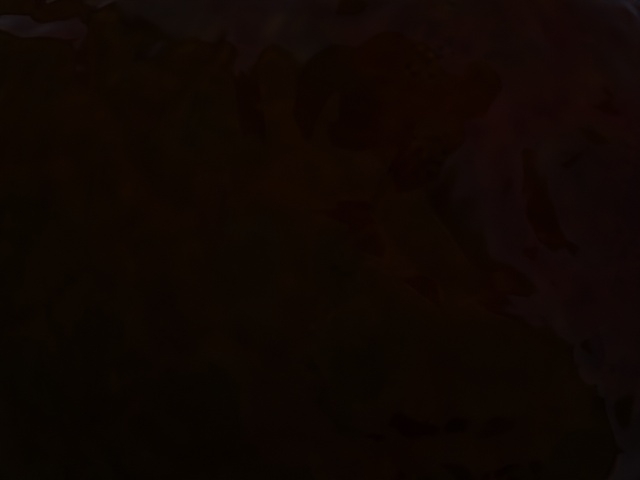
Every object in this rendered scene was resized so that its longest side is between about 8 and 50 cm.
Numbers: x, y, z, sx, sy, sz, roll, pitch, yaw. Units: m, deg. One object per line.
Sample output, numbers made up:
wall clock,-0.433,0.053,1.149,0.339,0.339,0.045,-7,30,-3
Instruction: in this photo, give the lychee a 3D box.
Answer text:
lychee,0.000,0.000,0.465,0.255,0.300,0.255,13,-1,0
